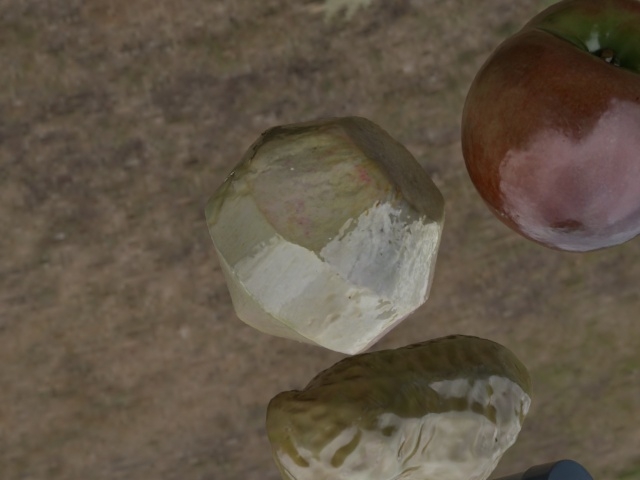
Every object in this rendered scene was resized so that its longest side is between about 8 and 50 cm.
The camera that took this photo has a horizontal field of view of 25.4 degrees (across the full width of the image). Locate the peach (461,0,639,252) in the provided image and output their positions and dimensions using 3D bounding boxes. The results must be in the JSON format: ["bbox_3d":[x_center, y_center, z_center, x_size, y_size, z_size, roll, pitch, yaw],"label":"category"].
[{"bbox_3d":[0.258,-0.108,1.386,0.252,0.252,0.252,-13,158,-6],"label":"peach"}]

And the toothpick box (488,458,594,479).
[{"bbox_3d":[0.199,0.286,1.444,0.101,0.101,0.153,8,157,-44],"label":"toothpick box"}]

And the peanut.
[{"bbox_3d":[0.046,0.104,0.806,0.194,0.093,0.083,-10,-173,-42],"label":"peanut"}]

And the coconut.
[{"bbox_3d":[0.000,0.000,1.535,0.259,0.259,0.259,-13,158,-6],"label":"coconut"}]
